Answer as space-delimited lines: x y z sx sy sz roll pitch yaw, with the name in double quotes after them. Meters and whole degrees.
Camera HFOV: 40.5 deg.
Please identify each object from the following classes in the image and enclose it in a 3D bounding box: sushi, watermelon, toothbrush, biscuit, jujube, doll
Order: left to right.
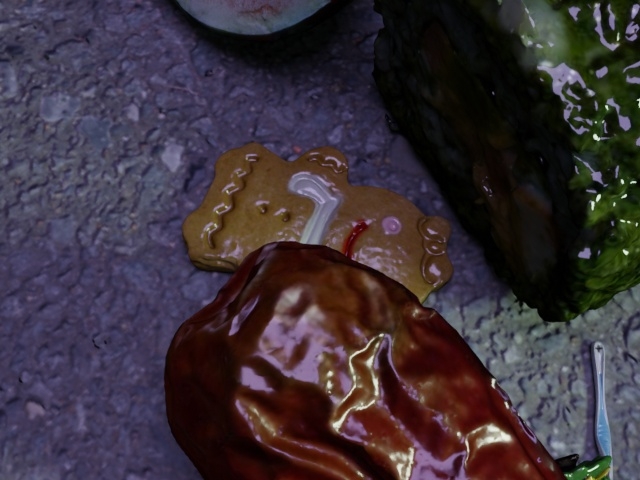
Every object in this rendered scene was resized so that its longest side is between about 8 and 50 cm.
-0.053 -0.307 0.859 0.224 0.180 0.305 -40 69 -6 "watermelon"
0.000 -0.001 0.807 0.249 0.035 0.184 24 67 7 "biscuit"
0.038 0.158 0.657 0.342 0.216 0.216 39 70 5 "jujube"
0.189 -0.125 0.732 0.178 0.294 0.352 -27 73 -10 "sushi"
0.220 0.227 0.709 0.078 0.077 0.113 -28 89 31 "doll"
0.247 0.164 0.755 0.014 0.017 0.162 8 66 -7 "toothbrush"
